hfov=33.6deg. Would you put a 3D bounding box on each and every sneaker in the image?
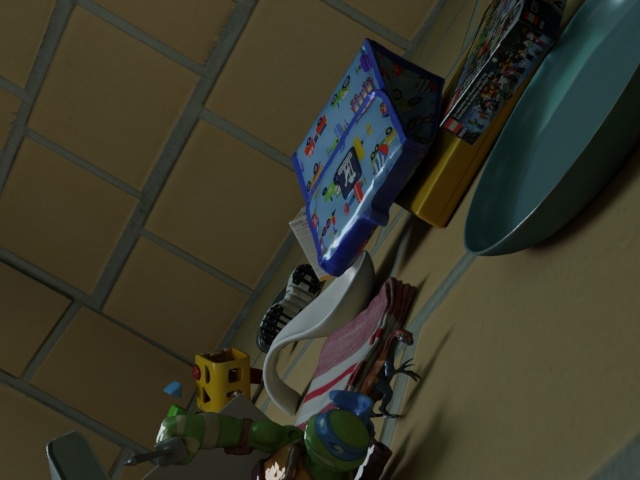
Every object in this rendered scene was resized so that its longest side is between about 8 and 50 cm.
[{"bbox_3d":[-0.068,0.153,2.076,0.106,0.078,0.234,-60,0,44],"label":"sneaker"}]

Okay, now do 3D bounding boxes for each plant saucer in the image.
[{"bbox_3d":[0.219,-0.117,0.869,0.318,0.043,0.317,-60,4,7],"label":"plant saucer"}]

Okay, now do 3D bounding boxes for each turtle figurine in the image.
[{"bbox_3d":[-0.077,0.249,0.869,0.266,0.197,0.275,-61,-1,41],"label":"turtle figurine"}]

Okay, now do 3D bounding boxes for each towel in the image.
[{"bbox_3d":[-0.004,0.214,1.212,0.237,0.037,0.329,-51,11,54],"label":"towel"}]

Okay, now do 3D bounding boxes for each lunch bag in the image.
[{"bbox_3d":[0.070,-0.098,1.420,0.221,0.138,0.293,-56,19,28],"label":"lunch bag"}]

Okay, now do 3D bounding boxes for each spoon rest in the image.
[{"bbox_3d":[-0.007,0.126,1.524,0.276,0.084,0.137,-59,5,24],"label":"spoon rest"}]

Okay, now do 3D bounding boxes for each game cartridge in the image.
[{"bbox_3d":[0.192,-0.158,1.396,0.285,0.052,0.324,-60,7,4],"label":"game cartridge"}]

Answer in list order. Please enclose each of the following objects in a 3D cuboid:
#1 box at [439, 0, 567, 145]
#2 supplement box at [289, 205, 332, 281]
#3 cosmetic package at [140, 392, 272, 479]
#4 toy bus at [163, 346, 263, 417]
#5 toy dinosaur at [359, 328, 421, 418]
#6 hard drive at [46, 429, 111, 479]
[{"bbox_3d":[0.208,-0.229,1.134,0.159,0.044,0.233,-55,7,46],"label":"box"},{"bbox_3d":[0.000,0.000,1.514,0.036,0.098,0.062,-22,15,24],"label":"supplement box"},{"bbox_3d":[-0.171,0.336,1.291,0.309,0.113,0.160,-36,-16,-54],"label":"cosmetic package"},{"bbox_3d":[-0.191,0.317,2.130,0.191,0.202,0.104,-54,34,-14],"label":"toy bus"},{"bbox_3d":[0.060,0.123,0.978,0.047,0.090,0.082,-15,75,62],"label":"toy dinosaur"},{"bbox_3d":[-0.192,0.351,1.001,0.040,0.203,0.308,-20,-43,-25],"label":"hard drive"}]
